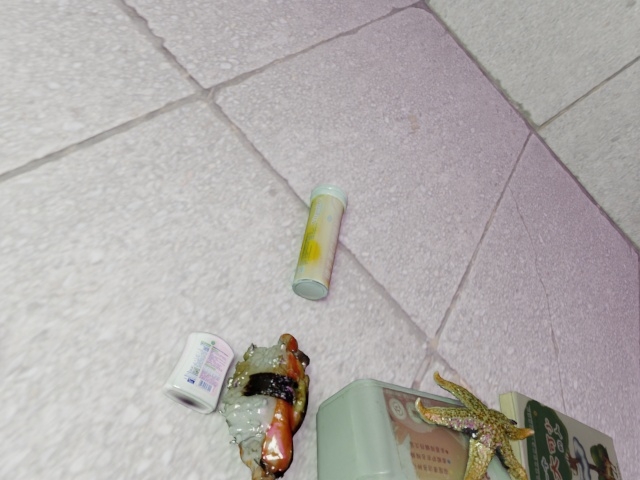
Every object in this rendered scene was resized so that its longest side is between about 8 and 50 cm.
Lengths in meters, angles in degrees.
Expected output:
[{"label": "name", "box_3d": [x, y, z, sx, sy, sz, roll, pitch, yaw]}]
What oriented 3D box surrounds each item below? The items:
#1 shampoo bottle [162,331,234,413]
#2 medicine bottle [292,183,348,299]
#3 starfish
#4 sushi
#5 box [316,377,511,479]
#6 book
[{"label": "shampoo bottle", "box_3d": [-0.156, 0.167, 0.652, 0.072, 0.043, 0.099, 35, 44, -19]}, {"label": "medicine bottle", "box_3d": [0.000, 0.000, 0.884, 0.074, 0.074, 0.218, 30, 48, -22]}, {"label": "starfish", "box_3d": [0.216, 0.272, 0.679, 0.208, 0.053, 0.176, 32, 38, 1]}, {"label": "sushi", "box_3d": [-0.074, 0.208, 0.657, 0.103, 0.097, 0.226, 44, 27, -17]}, {"label": "box", "box_3d": [0.133, 0.323, 0.712, 0.312, 0.175, 0.182, 21, 41, -29]}, {"label": "book", "box_3d": [0.513, 0.485, 1.007, 0.371, 0.043, 0.260, 28, 48, -24]}]
